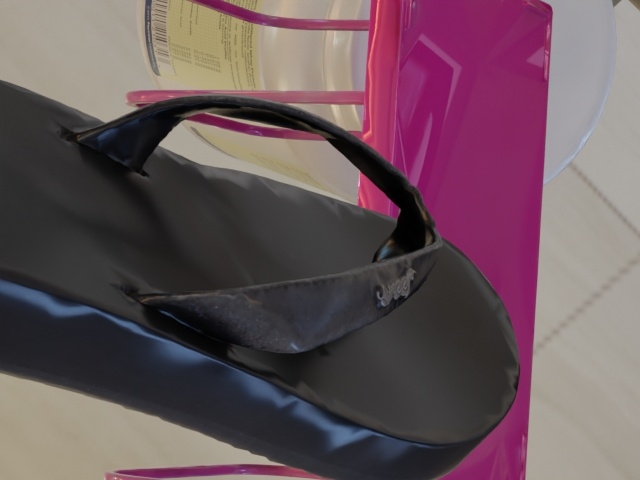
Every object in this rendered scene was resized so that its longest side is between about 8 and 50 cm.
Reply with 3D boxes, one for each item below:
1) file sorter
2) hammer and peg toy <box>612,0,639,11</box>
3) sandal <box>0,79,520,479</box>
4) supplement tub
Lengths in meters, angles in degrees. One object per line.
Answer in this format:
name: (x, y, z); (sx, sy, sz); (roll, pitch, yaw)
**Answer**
file sorter: (0.000, 0.000, 1.081); (0.182, 0.202, 0.291); (2, 87, 27)
hammer and peg toy: (0.240, -0.281, 1.434); (0.127, 0.361, 0.266); (45, 145, -7)
sandal: (-0.023, 0.001, 0.455); (0.054, 0.254, 0.097); (-47, 58, 19)
supplement tub: (0.033, -0.147, 1.386); (0.235, 0.325, 0.235); (-6, 104, -26)
